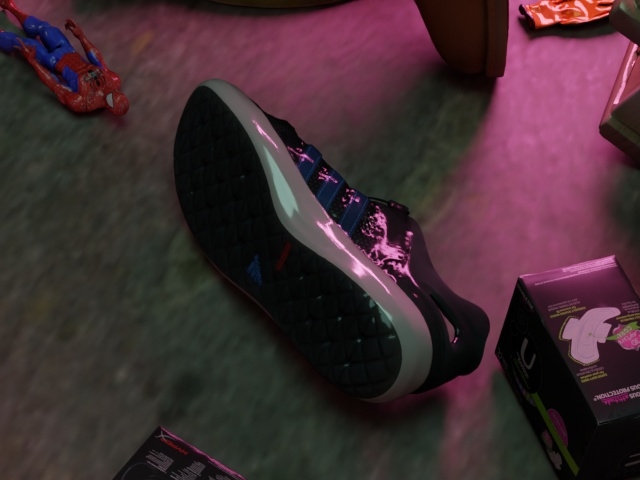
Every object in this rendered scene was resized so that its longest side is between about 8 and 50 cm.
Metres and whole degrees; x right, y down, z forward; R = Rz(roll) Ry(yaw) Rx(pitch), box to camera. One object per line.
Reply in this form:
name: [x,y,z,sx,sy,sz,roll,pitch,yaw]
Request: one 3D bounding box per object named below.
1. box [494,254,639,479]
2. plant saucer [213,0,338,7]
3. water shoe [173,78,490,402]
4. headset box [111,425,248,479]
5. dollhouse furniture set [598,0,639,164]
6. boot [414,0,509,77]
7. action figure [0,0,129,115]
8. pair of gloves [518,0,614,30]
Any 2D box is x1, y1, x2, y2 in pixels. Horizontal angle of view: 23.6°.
box: [0.122,0.060,0.691,0.052,0.062,0.083,-12,52,-16]
plant saucer: [-0.033,-0.237,0.937,0.241,0.037,0.241,3,51,-4]
water shoe: [0.000,0.000,0.740,0.080,0.073,0.203,-2,45,-42]
headset box: [-0.067,0.128,0.638,0.062,0.032,0.083,28,55,17]
dollhouse furniture set: [0.092,-0.195,0.741,0.355,0.174,0.303,34,51,-10]
boot: [-0.027,-0.191,0.814,0.220,0.283,0.109,-20,21,4]
action figure: [-0.143,-0.101,0.823,0.115,0.030,0.038,39,53,22]
pair of gloves: [0.144,-0.156,0.904,0.074,0.010,0.083,-10,52,-13]
